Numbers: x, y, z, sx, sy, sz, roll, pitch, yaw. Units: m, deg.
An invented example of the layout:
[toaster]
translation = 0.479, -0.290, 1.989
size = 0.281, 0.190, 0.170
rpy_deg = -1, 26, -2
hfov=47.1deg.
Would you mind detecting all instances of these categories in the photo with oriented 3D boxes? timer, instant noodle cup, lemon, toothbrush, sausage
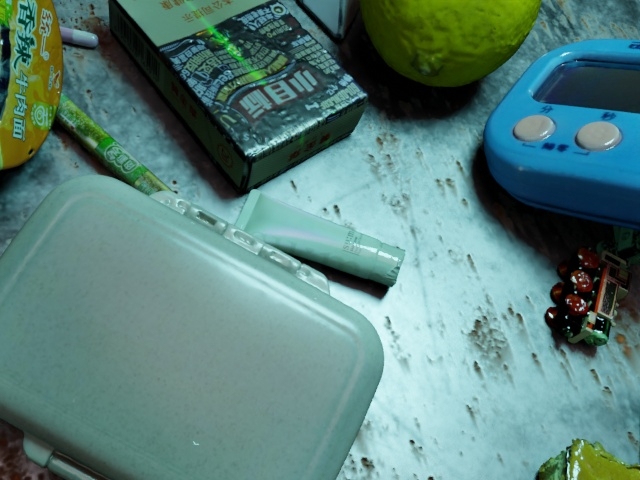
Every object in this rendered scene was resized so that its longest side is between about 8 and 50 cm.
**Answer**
[timer]
translation = 0.405, -0.146, 0.955
size = 0.340, 0.115, 0.309
rpy_deg = 16, 52, 36
[instant noodle cup]
translation = -0.412, -0.198, 0.781
size = 0.182, 0.230, 0.230
rpy_deg = 8, 58, 10
[lemon]
translation = 0.178, -0.339, 1.003
size = 0.267, 0.267, 0.267
rpy_deg = 6, 60, -11
[toothbrush]
translation = -0.432, -0.285, 0.943
size = 0.286, 0.020, 0.025
rpy_deg = 9, 53, -10
[sausage]
translation = -0.241, -0.095, 0.878
size = 0.269, 0.033, 0.033
rpy_deg = 41, 59, 10

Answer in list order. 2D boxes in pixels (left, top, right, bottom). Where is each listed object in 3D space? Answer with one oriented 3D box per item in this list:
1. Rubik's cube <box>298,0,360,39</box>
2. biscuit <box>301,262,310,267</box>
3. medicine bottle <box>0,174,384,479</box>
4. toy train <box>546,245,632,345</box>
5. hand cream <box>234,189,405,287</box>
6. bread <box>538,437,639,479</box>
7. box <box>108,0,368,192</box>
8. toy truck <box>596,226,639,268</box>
[Rubik's cube]
translation = 0.013, -0.476, 1.098
size = 0.228, 0.229, 0.233
rpy_deg = -43, 119, 6
[biscuit]
translation = -0.129, 0.062, 0.822
size = 0.230, 0.025, 0.131
rpy_deg = 13, 60, -6
[medicine bottle]
translation = -0.140, 0.114, 0.714
size = 0.375, 0.123, 0.282
rpy_deg = 29, 69, -2
[toy train]
translation = 0.340, 0.072, 0.926
size = 0.087, 0.050, 0.138
rpy_deg = 28, 58, -2
[hand cream]
translation = 0.000, 0.000, 0.880
size = 0.204, 0.050, 0.078
rpy_deg = 20, 58, 1
[bread]
translation = 0.294, 0.293, 0.777
size = 0.127, 0.069, 0.140
rpy_deg = 21, 55, -3
[box]
translation = -0.113, -0.231, 0.959
size = 0.198, 0.084, 0.310
rpy_deg = -32, 73, -28
[toy truck]
translation = 0.437, -0.030, 0.997
size = 0.078, 0.080, 0.154
rpy_deg = 34, 56, -19
